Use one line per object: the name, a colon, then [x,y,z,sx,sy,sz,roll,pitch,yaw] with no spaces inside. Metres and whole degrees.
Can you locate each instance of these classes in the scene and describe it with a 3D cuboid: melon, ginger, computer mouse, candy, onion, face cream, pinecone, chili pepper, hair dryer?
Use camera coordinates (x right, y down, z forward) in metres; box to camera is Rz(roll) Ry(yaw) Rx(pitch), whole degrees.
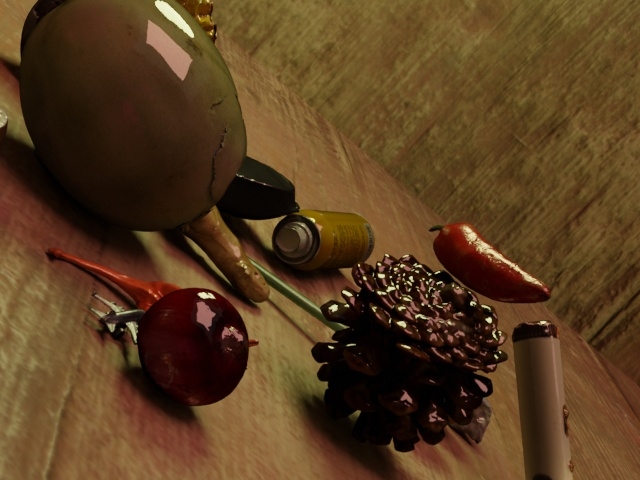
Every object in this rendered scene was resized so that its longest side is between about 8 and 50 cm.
melon: [-0.236,-0.158,1.661,0.330,0.268,0.268,62,6,-17]
ginger: [-0.179,-0.048,1.856,0.334,0.081,0.148,56,-30,4]
computer mouse: [-0.171,-0.098,2.096,0.295,0.087,0.168,19,14,-27]
candy: [0.014,0.122,1.951,0.440,0.119,0.119,34,12,0]
onion: [-0.132,0.113,1.393,0.131,0.131,0.131,41,12,-11]
face cream: [0.000,0.000,2.251,0.105,0.105,0.348,45,13,12]
pinecone: [0.109,0.161,1.725,0.264,0.264,0.264,41,12,-11]
chili pepper: [0.209,0.029,1.721,0.063,0.071,0.272,19,12,-32]
hair dryer: [0.283,0.257,1.624,0.128,0.203,0.362,17,67,-61]

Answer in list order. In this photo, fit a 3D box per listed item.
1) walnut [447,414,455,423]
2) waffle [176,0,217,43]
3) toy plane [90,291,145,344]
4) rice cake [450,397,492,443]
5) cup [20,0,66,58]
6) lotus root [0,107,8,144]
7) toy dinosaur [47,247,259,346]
walnut: [0.192,0.233,2.071,0.105,0.105,0.124,28,18,-50]
waffle: [-0.236,-0.308,2.195,0.069,0.260,0.293,-5,9,-22]
toy plane: [-0.216,0.086,1.427,0.078,0.031,0.083,47,13,19]
rice cake: [0.189,0.195,2.266,0.064,0.070,0.399,29,17,-35]
cup: [-0.323,-0.272,1.993,0.196,0.196,0.279,47,4,17]
lotus root: [-0.411,-0.128,1.455,0.122,0.081,0.112,45,19,10]
toy dinosaur: [-0.186,0.074,1.513,0.279,0.055,0.101,37,-14,-33]
